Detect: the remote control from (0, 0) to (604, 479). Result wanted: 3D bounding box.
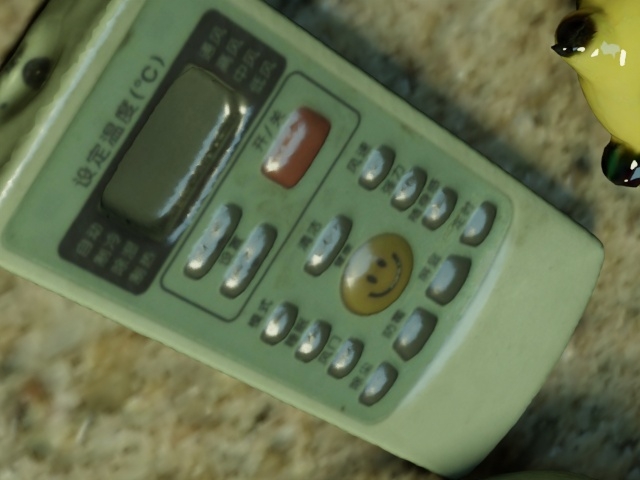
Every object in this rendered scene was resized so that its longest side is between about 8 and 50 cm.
[{"bbox_3d":[0.000,0.000,0.685,0.285,0.038,0.123,33,93,-43],"label":"remote control"}]

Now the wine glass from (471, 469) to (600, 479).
[{"bbox_3d":[0.132,0.154,0.801,0.321,0.143,0.143,-8,119,-34],"label":"wine glass"}]

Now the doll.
[{"bbox_3d":[0.197,-0.043,0.775,0.291,0.086,0.117,28,100,-40],"label":"doll"}]
